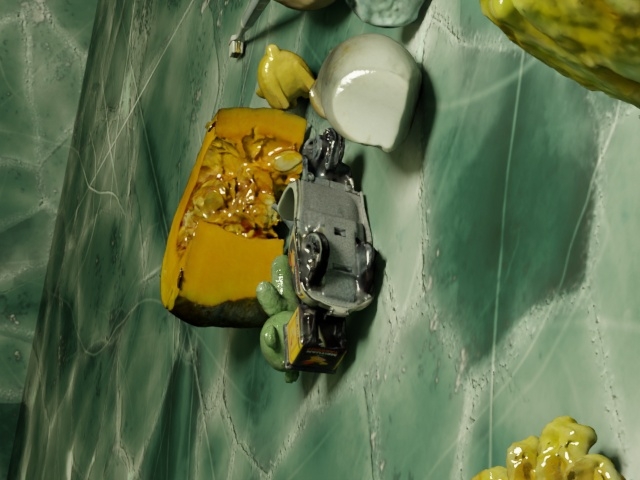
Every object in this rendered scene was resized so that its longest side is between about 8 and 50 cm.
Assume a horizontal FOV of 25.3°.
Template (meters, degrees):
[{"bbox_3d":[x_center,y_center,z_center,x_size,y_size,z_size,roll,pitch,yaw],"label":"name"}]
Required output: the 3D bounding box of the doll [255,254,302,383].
[{"bbox_3d":[-0.032,0.084,1.662,0.115,0.077,0.150,57,-155,-45],"label":"doll"}]

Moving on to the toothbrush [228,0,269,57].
[{"bbox_3d":[-0.102,-0.315,2.038,0.342,0.025,0.030,147,124,-77],"label":"toothbrush"}]

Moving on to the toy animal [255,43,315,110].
[{"bbox_3d":[-0.056,-0.210,1.884,0.083,0.070,0.159,59,172,-2],"label":"toy animal"}]

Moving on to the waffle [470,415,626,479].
[{"bbox_3d":[0.163,0.300,1.035,0.325,0.068,0.302,-106,33,-54],"label":"waffle"}]

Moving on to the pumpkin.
[{"bbox_3d":[-0.110,-0.012,1.825,0.190,0.139,0.280,-97,23,-48],"label":"pumpkin"}]

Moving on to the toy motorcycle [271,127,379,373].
[{"bbox_3d":[0.000,0.000,1.596,0.157,0.091,0.263,119,154,-48],"label":"toy motorcycle"}]

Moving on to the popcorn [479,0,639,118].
[{"bbox_3d":[0.212,-0.222,0.917,0.282,0.247,0.282,-53,18,25],"label":"popcorn"}]

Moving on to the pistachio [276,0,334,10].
[{"bbox_3d":[-0.018,-0.356,1.793,0.131,0.129,0.206,-37,20,-7],"label":"pistachio"}]

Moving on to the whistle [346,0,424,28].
[{"bbox_3d":[0.086,-0.377,1.451,0.189,0.189,0.348,-100,17,-45],"label":"whistle"}]

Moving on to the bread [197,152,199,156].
[{"bbox_3d":[-0.142,-0.072,2.042,0.119,0.067,0.192,115,158,-54],"label":"bread"}]

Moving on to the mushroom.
[{"bbox_3d":[0.046,-0.171,1.559,0.270,0.103,0.118,-119,50,-76],"label":"mushroom"}]
